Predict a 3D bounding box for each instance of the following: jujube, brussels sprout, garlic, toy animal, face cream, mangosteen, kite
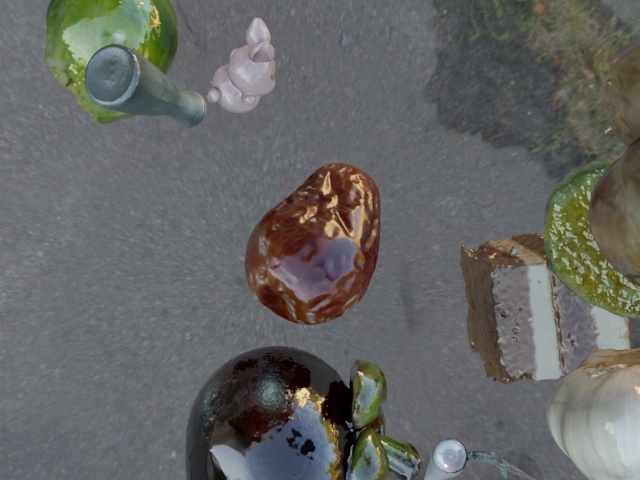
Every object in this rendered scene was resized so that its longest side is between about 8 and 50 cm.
[{"bbox_3d":[0.000,0.000,1.274,0.190,0.190,0.255,26,65,-2],"label":"jujube"},{"bbox_3d":[-0.437,-0.404,1.744,0.268,0.344,0.344,21,85,-33],"label":"brussels sprout"},{"bbox_3d":[0.326,0.216,0.825,0.199,0.199,0.226,-9,93,-4],"label":"garlic"},{"bbox_3d":[-0.127,-0.329,1.658,0.124,0.212,0.124,16,60,-30],"label":"toy animal"},{"bbox_3d":[0.219,0.401,1.525,0.092,0.244,0.058,-43,72,-13],"label":"face cream"},{"bbox_3d":[-0.049,0.313,1.283,0.330,0.330,0.330,0,87,-3],"label":"mangosteen"},{"bbox_3d":[0.303,0.381,1.431,0.139,0.157,0.011,21,67,32],"label":"kite"}]

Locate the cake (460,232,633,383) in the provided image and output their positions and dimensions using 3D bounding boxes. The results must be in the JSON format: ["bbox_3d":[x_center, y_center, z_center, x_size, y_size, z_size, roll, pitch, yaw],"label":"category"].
[{"bbox_3d":[0.451,0.123,1.741,0.290,0.256,0.282,-11,103,-3],"label":"cake"}]

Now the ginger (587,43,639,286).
[{"bbox_3d":[0.296,-0.044,0.569,0.244,0.155,0.304,13,70,27],"label":"ginger"}]

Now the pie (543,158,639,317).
[{"bbox_3d":[0.456,-0.002,1.278,0.277,0.277,0.078,51,50,0],"label":"pie"}]

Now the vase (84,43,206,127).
[{"bbox_3d":[-0.237,-0.208,1.215,0.086,0.214,0.086,-2,85,21],"label":"vase"}]
